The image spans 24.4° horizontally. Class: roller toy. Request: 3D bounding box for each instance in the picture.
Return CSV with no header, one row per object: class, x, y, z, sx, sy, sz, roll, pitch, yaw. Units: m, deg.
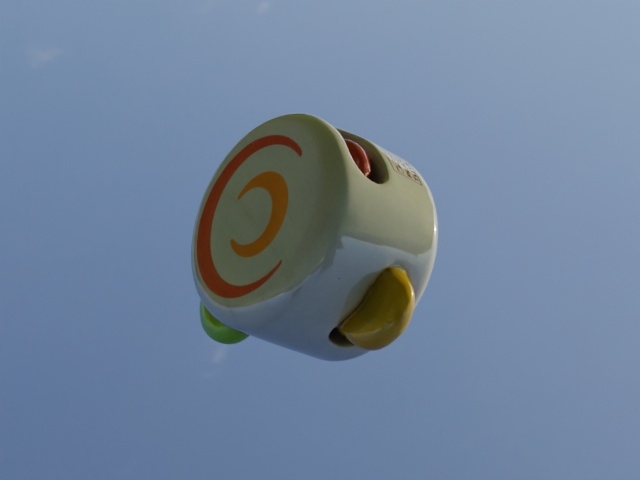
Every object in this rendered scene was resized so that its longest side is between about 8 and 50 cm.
roller toy,0.000,0.000,1.255,0.146,0.191,0.209,23,159,-37
